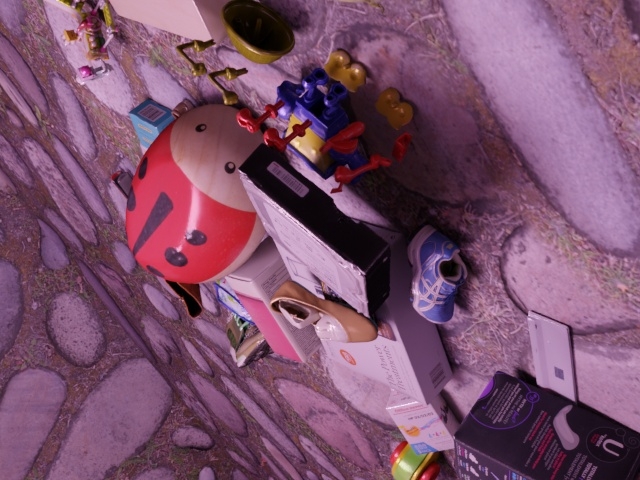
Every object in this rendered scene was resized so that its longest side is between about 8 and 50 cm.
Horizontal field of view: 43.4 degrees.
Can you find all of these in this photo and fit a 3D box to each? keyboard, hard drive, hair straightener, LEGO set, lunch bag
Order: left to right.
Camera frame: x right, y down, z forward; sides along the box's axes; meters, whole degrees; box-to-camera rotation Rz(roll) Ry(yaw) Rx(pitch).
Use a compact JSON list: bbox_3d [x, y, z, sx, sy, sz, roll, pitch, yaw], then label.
[{"bbox_3d":[-0.488,-0.459,1.588,0.287,0.132,0.107,56,145,-5],"label":"LEGO set"},{"bbox_3d":[-0.472,-0.088,2.164,0.089,0.047,0.230,11,137,51],"label":"hair straightener"},{"bbox_3d":[-0.152,0.118,1.878,0.151,0.129,0.096,35,153,24],"label":"lunch bag"},{"bbox_3d":[0.000,0.000,1.235,0.237,0.064,0.339,40,172,13],"label":"hard drive"},{"bbox_3d":[0.388,0.215,1.335,0.072,0.014,0.256,18,143,37],"label":"keyboard"}]

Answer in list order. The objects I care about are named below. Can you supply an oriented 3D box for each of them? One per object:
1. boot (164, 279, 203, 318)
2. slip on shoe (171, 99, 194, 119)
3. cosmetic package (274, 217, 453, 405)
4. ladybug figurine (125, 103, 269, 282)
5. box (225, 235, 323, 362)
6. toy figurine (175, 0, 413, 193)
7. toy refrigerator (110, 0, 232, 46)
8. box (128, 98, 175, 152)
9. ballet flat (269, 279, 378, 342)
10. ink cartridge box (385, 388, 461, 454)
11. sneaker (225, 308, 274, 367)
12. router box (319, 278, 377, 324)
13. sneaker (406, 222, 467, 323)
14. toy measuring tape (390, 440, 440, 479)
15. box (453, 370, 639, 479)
[{"bbox_3d":[-0.358,0.014,1.897,0.280,0.096,0.264,-96,-16,-55],"label":"boot"},{"bbox_3d":[-0.262,-0.223,1.659,0.051,0.041,0.135,20,143,43],"label":"slip on shoe"},{"bbox_3d":[0.081,0.123,1.572,0.284,0.097,0.377,21,143,46],"label":"cosmetic package"},{"bbox_3d":[-0.260,-0.069,1.587,0.305,0.162,0.449,49,132,14],"label":"ladybug figurine"},{"bbox_3d":[-0.074,0.125,1.746,0.127,0.148,0.232,7,133,54],"label":"box"},{"bbox_3d":[-0.042,-0.176,1.242,0.362,0.191,0.217,40,158,15],"label":"toy figurine"},{"bbox_3d":[-0.245,-0.410,1.314,0.269,0.094,0.102,26,154,37],"label":"toy refrigerator"},{"bbox_3d":[-0.342,-0.192,1.804,0.100,0.060,0.244,29,149,33],"label":"box"},{"bbox_3d":[0.000,0.142,1.438,0.232,0.073,0.080,22,141,41],"label":"ballet flat"},{"bbox_3d":[0.212,0.364,1.708,0.104,0.061,0.181,-21,113,30],"label":"ink cartridge box"},{"bbox_3d":[-0.180,0.206,2.008,0.182,0.158,0.410,65,162,0],"label":"sneaker"},{"bbox_3d":[0.051,0.114,1.452,0.092,0.038,0.122,28,147,33],"label":"router box"},{"bbox_3d":[0.197,0.070,1.335,0.081,0.080,0.211,29,150,39],"label":"sneaker"},{"bbox_3d":[0.220,0.498,1.872,0.121,0.121,0.330,33,151,27],"label":"toy measuring tape"},{"bbox_3d":[0.382,0.368,1.359,0.270,0.165,0.143,23,145,31],"label":"box"}]
